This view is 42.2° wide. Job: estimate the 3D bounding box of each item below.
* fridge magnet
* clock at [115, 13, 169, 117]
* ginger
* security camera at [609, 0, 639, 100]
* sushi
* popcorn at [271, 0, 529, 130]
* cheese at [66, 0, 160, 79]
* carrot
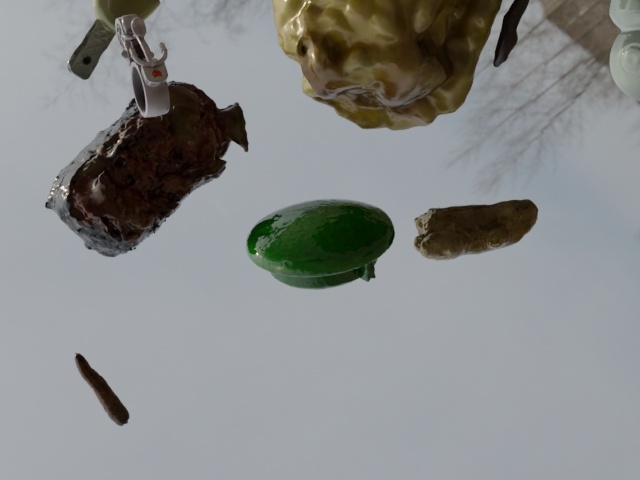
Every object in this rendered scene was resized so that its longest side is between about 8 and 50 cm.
[{"bbox_3d":[0.000,0.000,1.151,0.208,0.207,0.088,-61,-32,-57],"label":"fridge magnet"},{"bbox_3d":[-0.202,-0.206,0.941,0.041,0.087,0.129,-15,-108,-21],"label":"clock"},{"bbox_3d":[0.221,-0.017,1.253,0.205,0.115,0.081,-12,-88,-21],"label":"ginger"},{"bbox_3d":[0.712,-0.414,1.779,0.194,0.194,0.237,-18,-68,-57],"label":"security camera"},{"bbox_3d":[-0.264,-0.119,1.334,0.343,0.181,0.196,-51,-58,-28],"label":"sushi"},{"bbox_3d":[0.115,-0.320,1.112,0.349,0.381,0.349,18,-112,-51],"label":"popcorn"},{"bbox_3d":[-0.368,-0.388,1.444,0.049,0.235,0.127,30,177,44],"label":"cheese"},{"bbox_3d":[-0.410,0.277,1.550,0.165,0.035,0.035,56,-149,-3],"label":"carrot"}]
